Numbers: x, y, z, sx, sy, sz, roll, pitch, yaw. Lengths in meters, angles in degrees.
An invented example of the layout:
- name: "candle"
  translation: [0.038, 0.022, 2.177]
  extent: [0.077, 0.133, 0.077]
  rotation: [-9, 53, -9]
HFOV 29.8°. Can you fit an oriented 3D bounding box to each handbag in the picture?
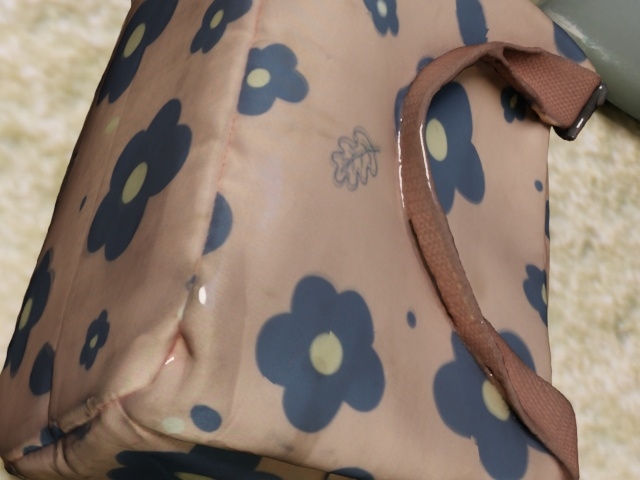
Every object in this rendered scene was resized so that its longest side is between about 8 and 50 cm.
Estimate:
- name: "handbag"
  translation: [0.000, 0.000, 0.492]
  extent: [0.193, 0.190, 0.251]
  rotation: [24, 58, -23]

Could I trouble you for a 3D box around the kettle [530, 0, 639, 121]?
- name: "kettle"
  translation: [0.250, -0.137, 0.779]
  extent: [0.243, 0.160, 0.210]
  rotation: [36, 19, -14]
